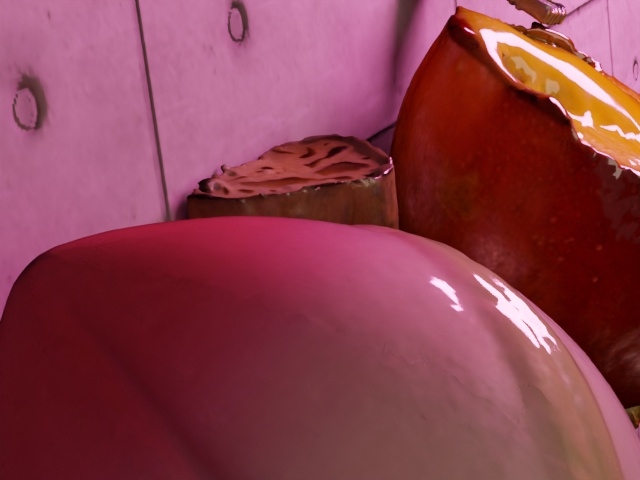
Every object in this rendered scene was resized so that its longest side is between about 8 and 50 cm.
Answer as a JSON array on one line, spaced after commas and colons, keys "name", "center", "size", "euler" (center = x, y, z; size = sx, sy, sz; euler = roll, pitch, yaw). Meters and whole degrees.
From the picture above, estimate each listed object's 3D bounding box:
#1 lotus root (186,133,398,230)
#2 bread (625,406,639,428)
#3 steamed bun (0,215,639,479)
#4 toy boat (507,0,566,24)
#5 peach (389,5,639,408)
[{"name": "lotus root", "center": [-0.002, 0.003, 0.937], "size": [0.159, 0.095, 0.135], "euler": [-46, 135, -50]}, {"name": "bread", "center": [0.209, 0.096, 1.348], "size": [0.069, 0.140, 0.128], "euler": [74, 33, -49]}, {"name": "steamed bun", "center": [-0.023, 0.113, 0.680], "size": [0.309, 0.309, 0.309], "euler": [0, 90, -66]}, {"name": "toy boat", "center": [0.127, -0.191, 1.200], "size": [0.016, 0.115, 0.063], "euler": [-66, 163, 15]}, {"name": "peach", "center": [0.180, -0.036, 1.140], "size": [0.338, 0.281, 0.281], "euler": [66, 34, -43]}]
